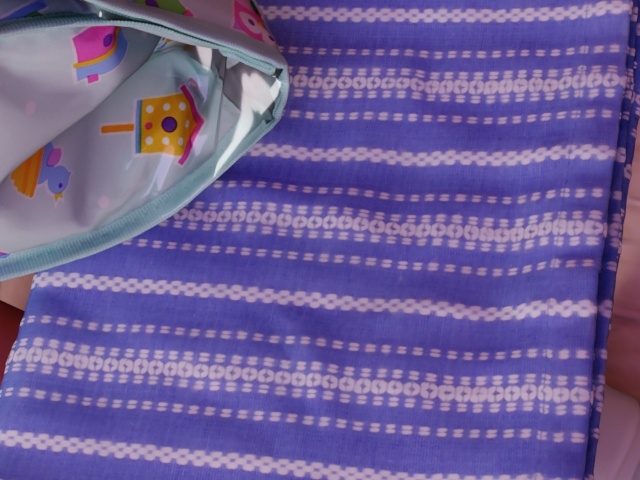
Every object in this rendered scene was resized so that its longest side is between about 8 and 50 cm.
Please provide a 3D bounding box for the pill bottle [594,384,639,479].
[{"bbox_3d":[0.204,0.180,0.690,0.301,0.169,0.169,29,109,6],"label":"pill bottle"}]

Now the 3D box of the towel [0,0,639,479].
[{"bbox_3d":[0.000,0.000,0.658,0.243,0.336,0.040,3,148,15],"label":"towel"}]

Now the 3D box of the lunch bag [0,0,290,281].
[{"bbox_3d":[-0.164,-0.098,0.662,0.262,0.223,0.160,-18,139,-14],"label":"lunch bag"}]

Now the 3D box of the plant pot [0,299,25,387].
[{"bbox_3d":[-0.122,0.167,0.740,0.243,0.275,0.275,33,109,14],"label":"plant pot"}]
